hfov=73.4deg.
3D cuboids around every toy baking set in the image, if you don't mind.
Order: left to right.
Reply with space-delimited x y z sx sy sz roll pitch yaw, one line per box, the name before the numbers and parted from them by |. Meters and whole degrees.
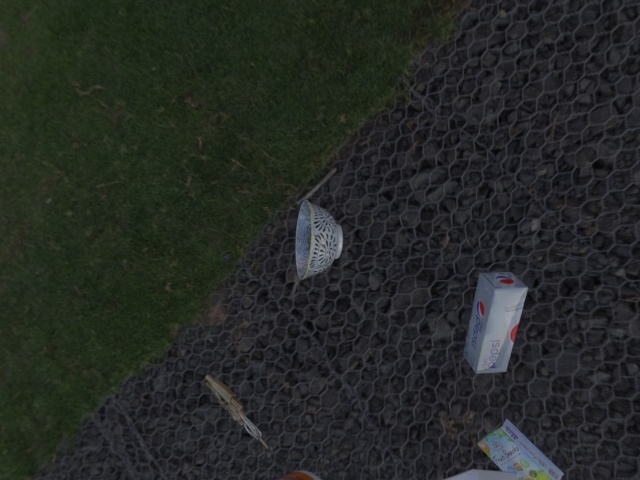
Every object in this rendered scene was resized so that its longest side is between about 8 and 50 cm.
toy baking set | -0.241 0.488 1.240 0.256 0.197 0.030 21 51 41

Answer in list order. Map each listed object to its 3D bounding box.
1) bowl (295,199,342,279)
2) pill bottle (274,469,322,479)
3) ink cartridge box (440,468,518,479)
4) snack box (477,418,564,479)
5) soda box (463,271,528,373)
bowl | 0.000 0.000 0.915 0.080 0.170 0.170 2 85 -13
pill bottle | -0.083 0.357 0.481 0.121 0.216 0.121 -1 88 45
ink cartridge box | 0.205 0.425 0.663 0.191 0.139 0.082 -40 42 27
snack box | 0.420 0.463 0.911 0.141 0.037 0.100 45 137 25
soda box | 0.486 0.233 1.207 0.098 0.091 0.286 -1 114 -7
